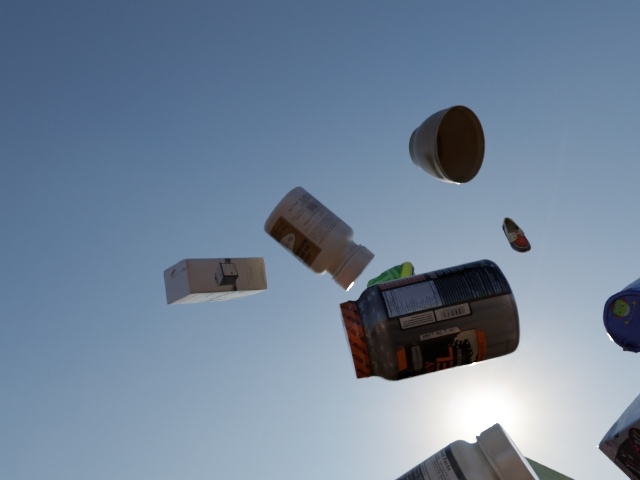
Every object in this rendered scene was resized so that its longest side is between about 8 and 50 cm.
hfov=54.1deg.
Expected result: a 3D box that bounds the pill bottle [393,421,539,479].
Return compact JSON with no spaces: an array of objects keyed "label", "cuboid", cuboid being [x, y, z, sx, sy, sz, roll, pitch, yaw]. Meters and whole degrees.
[{"label":"pill bottle","cuboid":[0.285,0.564,1.356,0.361,0.204,0.204,-35,-41,7]}]

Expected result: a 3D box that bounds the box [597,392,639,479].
[{"label":"box","cuboid":[0.613,0.301,1.033,0.247,0.163,0.142,-31,-25,-31]}]

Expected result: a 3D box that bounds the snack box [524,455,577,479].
[{"label":"snack box","cuboid":[0.693,0.766,1.896,0.321,0.187,0.060,22,-69,19]}]

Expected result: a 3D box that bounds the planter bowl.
[{"label":"planter bowl","cuboid":[0.260,-0.202,1.341,0.162,0.162,0.109,24,-12,-37]}]

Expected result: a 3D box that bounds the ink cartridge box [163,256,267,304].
[{"label":"ink cartridge box","cuboid":[-0.238,0.090,1.415,0.190,0.082,0.139,-2,-13,-36]}]

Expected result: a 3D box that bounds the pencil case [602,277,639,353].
[{"label":"pencil case","cuboid":[0.683,0.145,1.304,0.306,0.133,0.119,-9,-47,-54]}]

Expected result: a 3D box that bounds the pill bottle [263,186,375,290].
[{"label":"pill bottle","cuboid":[0.000,0.000,1.368,0.229,0.131,0.131,39,-46,6]}]

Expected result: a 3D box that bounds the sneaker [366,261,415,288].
[{"label":"sneaker","cuboid":[0.176,0.152,1.603,0.123,0.295,0.110,-17,-76,23]}]

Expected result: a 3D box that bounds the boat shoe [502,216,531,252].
[{"label":"boat shoe","cuboid":[0.532,-0.015,1.707,0.049,0.137,0.043,-16,-58,2]}]

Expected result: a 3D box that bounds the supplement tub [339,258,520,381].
[{"label":"supplement tub","cuboid":[0.204,0.160,1.212,0.315,0.194,0.194,-13,-37,-1]}]
